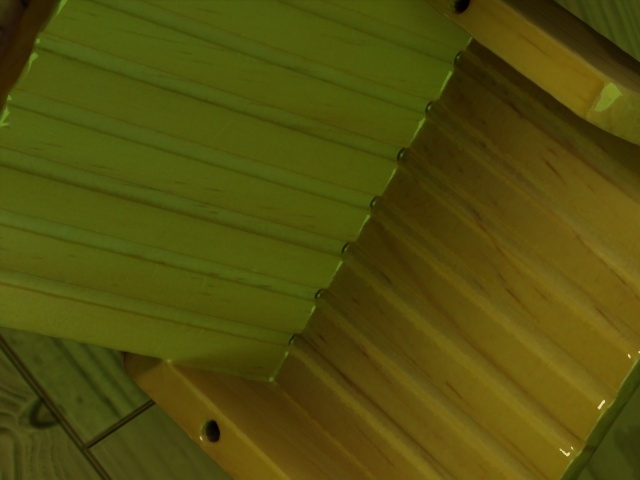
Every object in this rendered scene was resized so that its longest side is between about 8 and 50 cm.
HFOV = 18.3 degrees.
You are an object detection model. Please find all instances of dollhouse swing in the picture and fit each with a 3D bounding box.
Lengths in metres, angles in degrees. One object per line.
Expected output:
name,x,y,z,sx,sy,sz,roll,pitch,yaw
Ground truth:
dollhouse swing,0.000,0.000,1.173,0.305,0.315,0.347,6,119,-54
